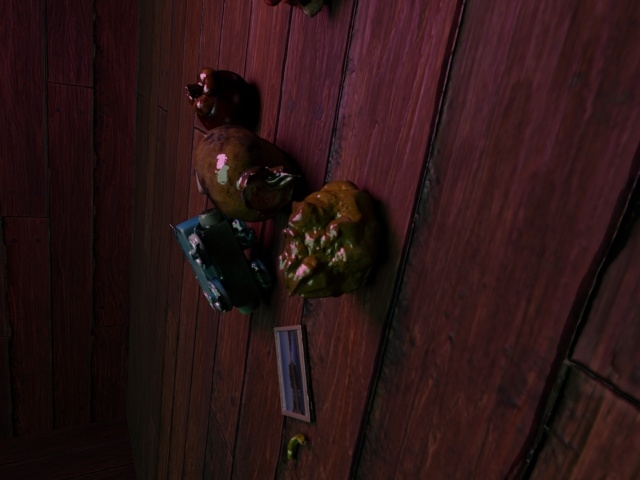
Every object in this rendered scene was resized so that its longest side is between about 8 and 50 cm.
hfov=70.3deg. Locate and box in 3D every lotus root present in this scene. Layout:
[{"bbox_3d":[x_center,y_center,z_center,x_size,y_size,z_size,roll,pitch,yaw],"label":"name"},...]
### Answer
[{"bbox_3d":[-0.119,-0.101,0.732,0.278,0.154,0.154,38,123,54],"label":"lotus root"}]

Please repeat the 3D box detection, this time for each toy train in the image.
[{"bbox_3d":[-0.181,0.037,0.838,0.163,0.112,0.203,12,125,60],"label":"toy train"}]

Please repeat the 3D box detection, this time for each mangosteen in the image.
[{"bbox_3d":[-0.198,-0.271,0.881,0.140,0.140,0.140,2,93,61],"label":"mangosteen"}]

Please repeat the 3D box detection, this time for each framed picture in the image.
[{"bbox_3d":[-0.045,0.215,0.748,0.109,0.011,0.149,-24,70,58],"label":"framed picture"}]

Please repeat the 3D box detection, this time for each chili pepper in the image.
[{"bbox_3d":[-0.038,0.330,0.732,0.030,0.017,0.083,61,143,39],"label":"chili pepper"}]

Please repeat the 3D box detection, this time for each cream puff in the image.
[{"bbox_3d":[0.000,0.000,0.560,0.146,0.116,0.146,15,107,61],"label":"cream puff"}]

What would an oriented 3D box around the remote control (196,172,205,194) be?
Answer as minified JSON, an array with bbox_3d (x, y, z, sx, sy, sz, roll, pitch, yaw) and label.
[{"bbox_3d":[-0.255,-0.197,1.085,0.233,0.038,0.098,-35,60,57],"label":"remote control"}]

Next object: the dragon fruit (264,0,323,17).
[{"bbox_3d":[-0.052,-0.416,0.624,0.262,0.134,0.211,-36,63,56],"label":"dragon fruit"}]
